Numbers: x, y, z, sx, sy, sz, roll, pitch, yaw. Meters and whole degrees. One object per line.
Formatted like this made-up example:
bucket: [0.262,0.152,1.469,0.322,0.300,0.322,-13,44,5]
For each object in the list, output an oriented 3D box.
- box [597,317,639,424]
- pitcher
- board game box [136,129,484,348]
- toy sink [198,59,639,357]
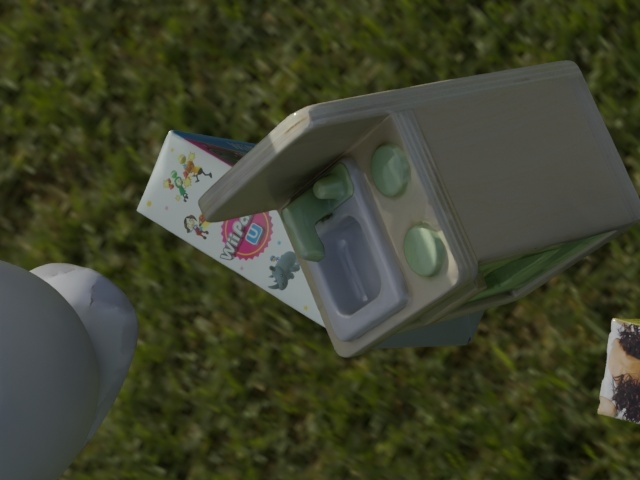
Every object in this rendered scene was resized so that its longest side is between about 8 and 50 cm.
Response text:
box: [0.340,0.124,1.510,0.232,0.058,0.087,10,95,38]
pitcher: [-0.172,0.095,0.927,0.125,0.207,0.177,16,92,10]
board game box: [0.000,0.000,1.906,0.303,0.224,0.097,29,102,29]
toy sink: [0.066,-0.014,1.224,0.153,0.234,0.131,-39,69,50]
